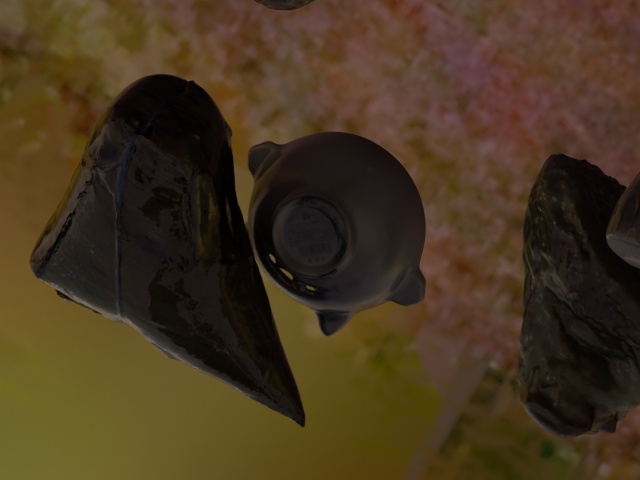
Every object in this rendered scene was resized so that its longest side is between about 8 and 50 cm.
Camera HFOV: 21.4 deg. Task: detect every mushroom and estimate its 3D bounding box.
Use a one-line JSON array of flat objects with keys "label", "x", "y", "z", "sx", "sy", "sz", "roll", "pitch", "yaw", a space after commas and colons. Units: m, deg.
[{"label": "mushroom", "x": 0.351, "y": -0.073, "z": 1.575, "sx": 0.081, "sy": 0.223, "sz": 0.092, "roll": 38, "pitch": 171, "yaw": -17}]

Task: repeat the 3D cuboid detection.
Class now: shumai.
[{"label": "shumai", "x": 0.255, "y": 0.059, "z": 1.732, "sx": 0.222, "sy": 0.204, "sz": 0.272, "roll": 18, "pitch": -134, "yaw": -53}]

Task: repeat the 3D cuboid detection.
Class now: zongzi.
[{"label": "zongzi", "x": -0.108, "y": 0.021, "z": 1.771, "sx": 0.360, "sy": 0.160, "sz": 0.323, "roll": 39, "pitch": 142, "yaw": 3}]

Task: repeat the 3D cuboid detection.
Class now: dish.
[{"label": "dish", "x": 0.000, "y": 0.000, "z": 1.827, "sx": 0.236, "sy": 0.228, "sz": 0.086, "roll": 20, "pitch": -163, "yaw": 17}]

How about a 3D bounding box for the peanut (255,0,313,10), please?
[{"label": "peanut", "x": 0.031, "y": -0.252, "z": 1.471, "sx": 0.228, "sy": 0.104, "sz": 0.085, "roll": -8, "pitch": 141, "yaw": -6}]
